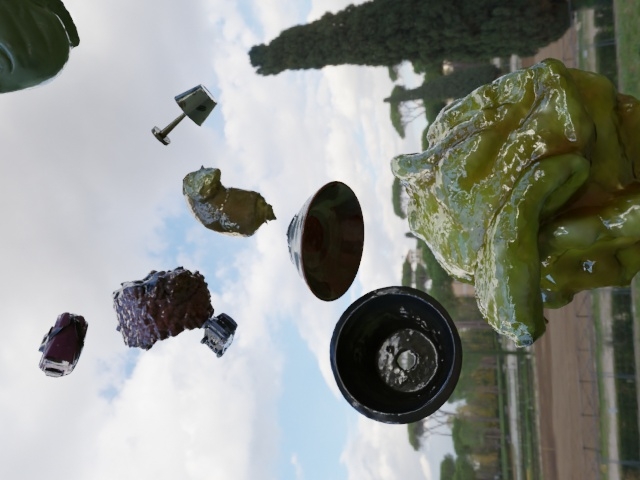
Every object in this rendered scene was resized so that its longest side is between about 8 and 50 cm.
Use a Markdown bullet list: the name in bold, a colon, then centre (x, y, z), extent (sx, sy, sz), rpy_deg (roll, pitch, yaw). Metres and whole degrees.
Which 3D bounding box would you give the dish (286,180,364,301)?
- **dish**: centre (0.000, 0.000, 1.104), extent (0.260, 0.085, 0.260), rpy_deg (-13, -75, -56)

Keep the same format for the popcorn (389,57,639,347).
- **popcorn**: centre (0.231, -0.043, 0.557), extent (0.326, 0.290, 0.321), rpy_deg (-49, 2, -30)

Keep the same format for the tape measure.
- **tape measure**: centre (-0.502, 0.201, 0.985), extent (0.074, 0.125, 0.118), rpy_deg (22, -133, -25)

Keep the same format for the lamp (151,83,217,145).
- **lamp**: centre (-0.428, -0.392, 1.583), extent (0.121, 0.214, 0.121), rpy_deg (49, -170, -12)

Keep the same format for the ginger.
- **ginger**: centre (-0.250, -0.089, 1.344), extent (0.152, 0.267, 0.138), rpy_deg (-54, 16, 41)

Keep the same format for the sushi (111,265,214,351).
- **sushi**: centre (-0.413, 0.159, 1.319), extent (0.236, 0.270, 0.171), rpy_deg (-28, -78, -42)

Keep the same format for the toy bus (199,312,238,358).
- **toy bus**: centre (-0.260, 0.240, 1.305), extent (0.076, 0.073, 0.167), rpy_deg (-46, -9, -32)

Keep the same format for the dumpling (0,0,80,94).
- **dumpling**: centre (-0.487, -0.317, 0.803), extent (0.153, 0.108, 0.219), rpy_deg (54, -135, -26)

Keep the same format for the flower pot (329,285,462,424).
- **flower pot**: centre (0.165, 0.241, 1.054), extent (0.166, 0.268, 0.269), rpy_deg (43, -133, -64)
